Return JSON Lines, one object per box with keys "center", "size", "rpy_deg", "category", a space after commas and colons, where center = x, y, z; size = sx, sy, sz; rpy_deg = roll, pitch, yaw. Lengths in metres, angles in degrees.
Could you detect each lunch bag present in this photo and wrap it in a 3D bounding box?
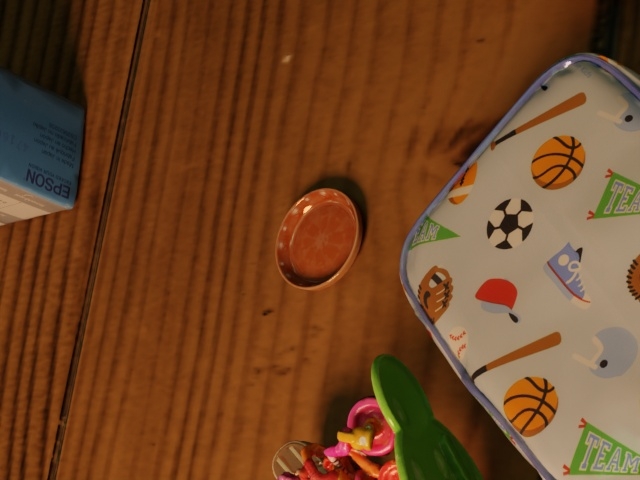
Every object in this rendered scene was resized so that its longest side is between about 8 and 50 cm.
{"center": [0.203, 0.032, 1.107], "size": [0.243, 0.115, 0.303], "rpy_deg": [-48, 48, 12], "category": "lunch bag"}

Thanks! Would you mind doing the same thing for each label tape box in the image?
{"center": [-0.428, -0.083, 1.594], "size": [0.348, 0.249, 0.115], "rpy_deg": [-14, 64, 36], "category": "label tape box"}

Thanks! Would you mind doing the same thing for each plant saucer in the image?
{"center": [0.000, 0.000, 1.358], "size": [0.083, 0.013, 0.083], "rpy_deg": [-17, 62, 35], "category": "plant saucer"}

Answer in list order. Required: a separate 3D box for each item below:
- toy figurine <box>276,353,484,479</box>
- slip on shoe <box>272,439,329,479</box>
{"center": [0.016, 0.187, 1.165], "size": [0.159, 0.130, 0.173], "rpy_deg": [-29, 82, 22], "category": "toy figurine"}
{"center": [0.015, 0.203, 1.247], "size": [0.051, 0.041, 0.135], "rpy_deg": [-43, 68, 7], "category": "slip on shoe"}
